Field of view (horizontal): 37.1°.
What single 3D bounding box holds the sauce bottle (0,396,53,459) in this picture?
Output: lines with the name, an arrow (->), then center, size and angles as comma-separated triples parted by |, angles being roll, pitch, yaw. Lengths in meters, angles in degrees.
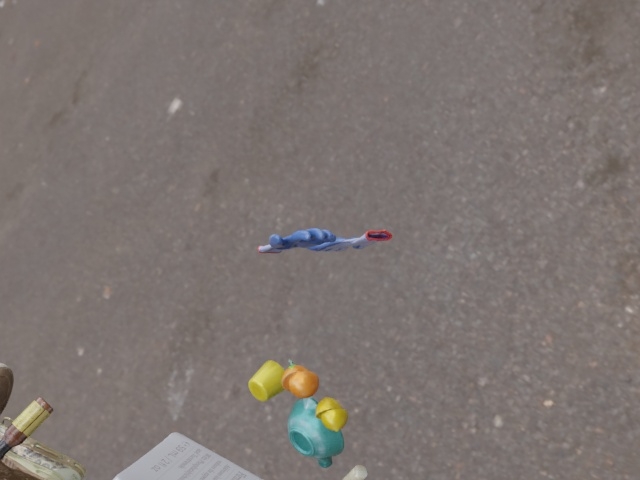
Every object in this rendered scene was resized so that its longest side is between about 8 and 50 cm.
sauce bottle -> -0.545, 0.342, 1.734 | 0.128, 0.042, 0.042 | -45, 27, -20

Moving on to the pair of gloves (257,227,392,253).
pair of gloves -> 0.000, 0.000, 1.446 | 0.159, 0.198, 0.023 | -14, 78, 54

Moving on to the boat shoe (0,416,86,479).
boat shoe -> -0.597, 0.420, 1.865 | 0.089, 0.285, 0.104 | -46, -20, -50

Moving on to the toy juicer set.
toy juicer set -> 0.010, 0.369, 1.863 | 0.089, 0.329, 0.209 | -35, 6, -38

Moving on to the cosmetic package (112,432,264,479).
cosmetic package -> -0.228, 0.630, 1.811 | 0.327, 0.394, 0.329 | -64, -8, 9

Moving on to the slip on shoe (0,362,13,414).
slip on shoe -> -0.394, 0.207, 1.101 | 0.041, 0.051, 0.135 | 10, 61, 41
